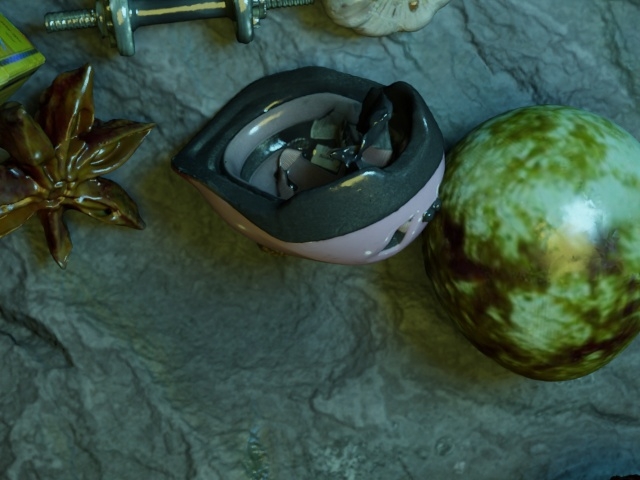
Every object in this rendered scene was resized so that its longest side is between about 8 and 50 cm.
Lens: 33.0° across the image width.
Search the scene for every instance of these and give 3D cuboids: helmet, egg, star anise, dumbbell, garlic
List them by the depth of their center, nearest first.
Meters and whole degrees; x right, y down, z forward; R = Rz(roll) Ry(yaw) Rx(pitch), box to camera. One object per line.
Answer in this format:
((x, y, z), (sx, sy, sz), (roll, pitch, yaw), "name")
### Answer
((0.004, -0.057, 1.005), (0.198, 0.253, 0.154), (-51, 123, -32), "helmet")
((-0.131, -0.219, 1.019), (0.254, 0.081, 0.081), (-7, 106, -7), "dumbbell")
((0.068, -0.270, 1.022), (0.147, 0.102, 0.159), (23, 113, -26), "garlic")
((-0.257, -0.071, 1.023), (0.212, 0.111, 0.196), (-9, 140, -25), "star anise")
((0.217, 0.009, 1.046), (0.238, 0.238, 0.289), (-8, 125, -5), "egg")

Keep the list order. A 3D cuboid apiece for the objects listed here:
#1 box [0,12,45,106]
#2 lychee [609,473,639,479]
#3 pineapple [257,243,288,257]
((-0.337, -0.183, 0.886), (0.084, 0.301, 0.193), (-45, 105, 3), "box")
((0.353, 0.384, 1.162), (0.260, 0.260, 0.260), (-2, 105, -7), "lychee")
((0.000, 0.000, 1.109), (0.124, 0.058, 0.058), (15, 103, -15), "pineapple")
